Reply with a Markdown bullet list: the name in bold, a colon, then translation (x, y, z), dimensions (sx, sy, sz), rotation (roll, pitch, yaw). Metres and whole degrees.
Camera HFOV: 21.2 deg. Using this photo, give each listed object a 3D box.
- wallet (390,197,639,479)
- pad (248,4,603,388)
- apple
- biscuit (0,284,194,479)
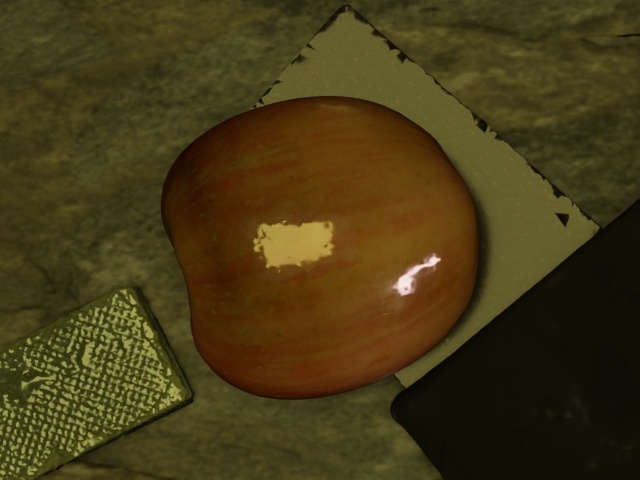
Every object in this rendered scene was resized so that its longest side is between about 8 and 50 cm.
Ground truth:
- **wallet**: translation (0.238, 0.104, 1.370), dimensions (0.377, 0.051, 0.197), rotation (-43, 81, 29)
- **pad**: translation (0.070, -0.020, 1.488), dimensions (0.330, 0.004, 0.220), rotation (43, 94, 7)
- **apple**: translation (0.000, 0.000, 1.392), dimensions (0.241, 0.242, 0.242), rotation (-14, 87, -5)
- **biscuit**: translation (-0.224, 0.132, 1.507), dimensions (0.199, 0.040, 0.121), rotation (-28, 83, 7)
